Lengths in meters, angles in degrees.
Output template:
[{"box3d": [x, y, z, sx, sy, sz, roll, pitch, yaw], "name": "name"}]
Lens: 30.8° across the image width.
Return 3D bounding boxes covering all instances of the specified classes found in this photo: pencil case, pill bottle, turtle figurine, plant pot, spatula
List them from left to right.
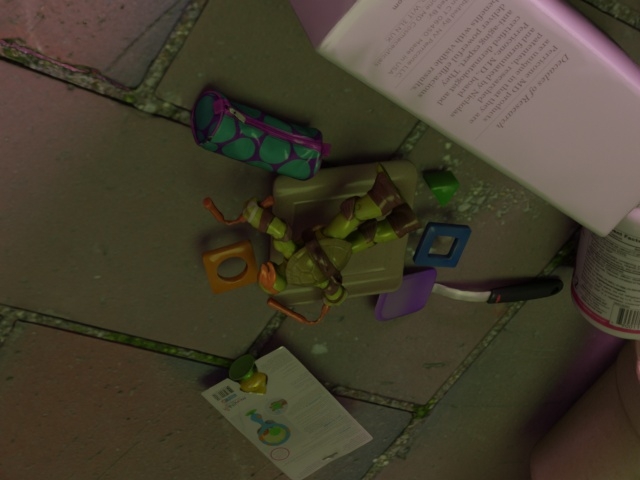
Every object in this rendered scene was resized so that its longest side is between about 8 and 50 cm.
[{"box3d": [-0.069, -0.116, 1.306, 0.152, 0.064, 0.070, 17, 157, -33], "name": "pencil case"}, {"box3d": [0.000, 0.000, 1.359, 0.217, 0.087, 0.269, -33, 132, 6], "name": "turtle figurine"}, {"box3d": [0.209, 0.073, 1.606, 0.297, 0.030, 0.084, -1, 131, -21], "name": "spatula"}, {"box3d": [0.424, -0.021, 1.514, 0.160, 0.160, 0.283, -10, 133, -12], "name": "pill bottle"}, {"box3d": [0.498, 0.323, 1.770, 0.334, 0.333, 0.305, 16, 133, -32], "name": "plant pot"}]

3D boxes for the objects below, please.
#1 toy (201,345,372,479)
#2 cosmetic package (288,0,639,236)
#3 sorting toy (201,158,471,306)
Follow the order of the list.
[{"box3d": [-0.046, 0.234, 1.637, 0.137, 0.056, 0.237, -31, 129, 13], "name": "toy"}, {"box3d": [0.172, -0.204, 1.207, 0.453, 0.230, 0.161, 27, 116, -38], "name": "cosmetic package"}, {"box3d": [0.020, -0.014, 1.449, 0.348, 0.047, 0.196, -8, 128, -14], "name": "sorting toy"}]
